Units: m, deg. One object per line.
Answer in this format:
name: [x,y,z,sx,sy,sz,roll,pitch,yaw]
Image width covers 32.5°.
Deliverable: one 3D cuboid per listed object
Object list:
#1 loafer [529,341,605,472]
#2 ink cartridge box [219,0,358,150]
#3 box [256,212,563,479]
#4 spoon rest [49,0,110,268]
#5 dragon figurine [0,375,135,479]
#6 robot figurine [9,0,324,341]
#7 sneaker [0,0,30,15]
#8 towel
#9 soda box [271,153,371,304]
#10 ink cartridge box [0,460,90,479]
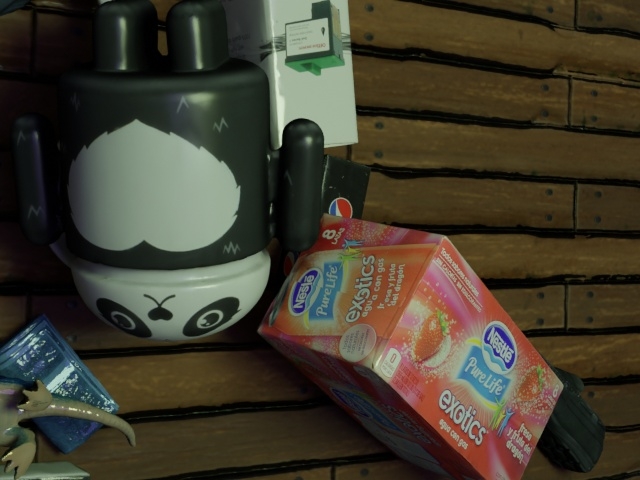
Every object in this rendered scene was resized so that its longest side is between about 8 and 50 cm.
loafer: [0.267,0.180,1.285,0.078,0.076,0.223,-52,121,-26]
ink cartridge box: [-0.050,-0.188,1.020,0.093,0.160,0.219,-8,96,-32]
box: [0.097,0.118,1.083,0.300,0.154,0.142,46,65,-42]
spoon rest: [-0.187,-0.102,0.980,0.137,0.084,0.276,-4,92,-32]
dragon figurine: [-0.296,0.131,0.903,0.289,0.144,0.085,-1,106,-41]
robot figurine: [-0.124,-0.055,0.891,0.174,0.209,0.278,-16,112,-44]
sneaker: [-0.327,-0.182,0.886,0.099,0.153,0.282,46,31,2]
towel: [-0.239,0.130,0.984,0.067,0.029,0.119,-43,113,-23]
soda box: [0.000,0.000,1.118,0.060,0.053,0.168,15,84,-33]
ink cartridge box: [-0.374,0.279,0.885,0.371,0.069,0.175,3,90,-30]
